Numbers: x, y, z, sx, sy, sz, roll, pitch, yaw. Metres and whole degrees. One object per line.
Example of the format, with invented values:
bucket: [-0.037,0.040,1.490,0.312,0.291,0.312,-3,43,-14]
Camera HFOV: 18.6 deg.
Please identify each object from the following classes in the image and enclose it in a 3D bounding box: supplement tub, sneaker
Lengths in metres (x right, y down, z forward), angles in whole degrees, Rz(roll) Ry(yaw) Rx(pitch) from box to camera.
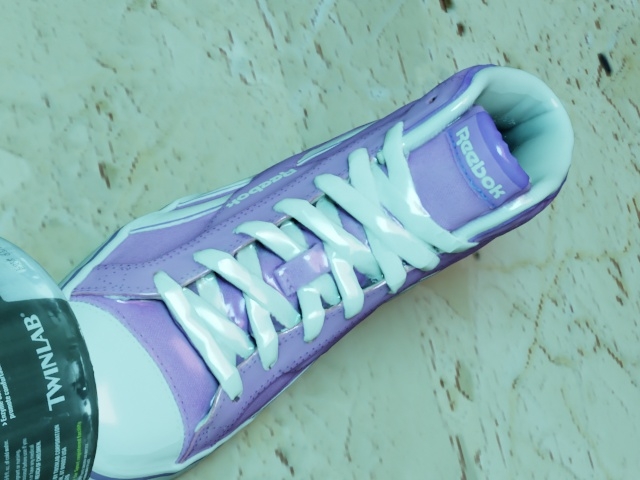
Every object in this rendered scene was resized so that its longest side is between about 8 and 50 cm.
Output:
supplement tub: [-0.183,0.071,0.682,0.190,0.117,0.117,-16,79,-40]
sneaker: [0.000,-0.001,0.824,0.282,0.161,0.102,-37,94,-40]
